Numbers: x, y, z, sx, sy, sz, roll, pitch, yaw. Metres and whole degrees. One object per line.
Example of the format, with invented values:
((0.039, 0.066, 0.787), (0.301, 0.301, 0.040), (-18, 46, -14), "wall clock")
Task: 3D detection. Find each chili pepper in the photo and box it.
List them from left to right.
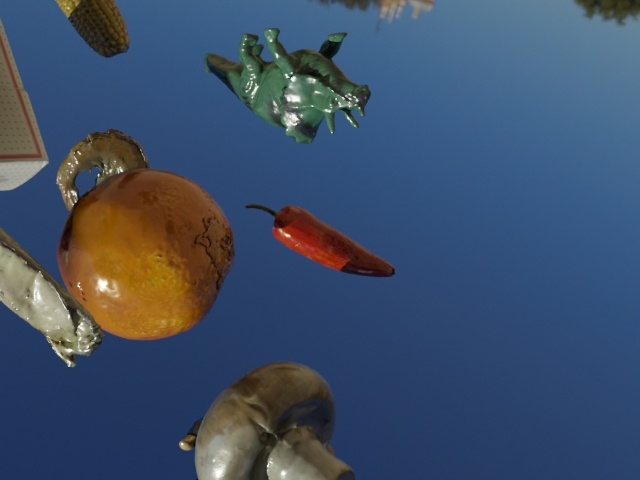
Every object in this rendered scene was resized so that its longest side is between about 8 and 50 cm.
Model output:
((0.000, 0.000, 1.322), (0.272, 0.063, 0.071), (27, -118, 0), "chili pepper")

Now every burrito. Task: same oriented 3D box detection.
((-0.307, 0.036, 0.807), (0.229, 0.058, 0.063), (52, 162, -20), "burrito")

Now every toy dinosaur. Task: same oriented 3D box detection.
((-0.055, -0.191, 0.886), (0.079, 0.120, 0.292), (-17, -140, -40), "toy dinosaur")

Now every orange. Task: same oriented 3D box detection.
((-0.245, 0.018, 1.142), (0.246, 0.246, 0.246), (15, -153, -8), "orange")

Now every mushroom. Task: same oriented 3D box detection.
((-0.053, 0.308, 1.186), (0.243, 0.243, 0.243), (15, -153, -8), "mushroom")

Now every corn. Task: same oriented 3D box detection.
((-0.432, -0.451, 1.407), (0.292, 0.101, 0.101), (56, -154, -11), "corn")

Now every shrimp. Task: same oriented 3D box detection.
((-0.394, -0.083, 1.477), (0.173, 0.253, 0.058), (-3, -151, -26), "shrimp")

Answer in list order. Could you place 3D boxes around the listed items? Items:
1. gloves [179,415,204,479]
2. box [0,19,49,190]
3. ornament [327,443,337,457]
((-0.194, 0.404, 1.546), (0.129, 0.106, 0.181), (61, -171, -13), "gloves")
((-0.462, -0.214, 0.903), (0.210, 0.095, 0.330), (-10, -102, -53), "box")
((0.021, 0.491, 1.364), (0.217, 0.235, 0.221), (39, -108, -3), "ornament")
